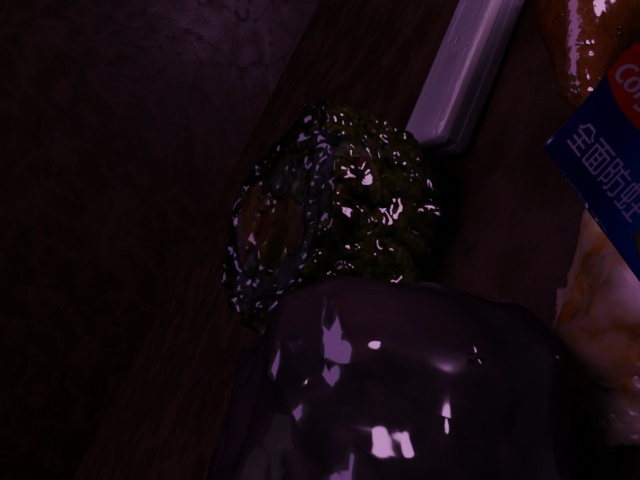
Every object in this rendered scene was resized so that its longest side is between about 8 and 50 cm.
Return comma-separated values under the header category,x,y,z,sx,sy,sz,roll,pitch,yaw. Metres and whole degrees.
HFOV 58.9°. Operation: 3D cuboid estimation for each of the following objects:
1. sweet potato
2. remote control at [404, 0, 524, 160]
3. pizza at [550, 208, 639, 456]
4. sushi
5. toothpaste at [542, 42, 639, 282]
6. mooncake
category,x,y,z,sx,sy,sz,roll,pitch,yaw
sweet potato,0.267,-0.253,0.549,0.112,0.112,0.360,-34,32,54
remote control,0.201,-0.242,0.781,0.278,0.055,0.103,-66,20,-11
pizza,0.296,-0.091,0.311,0.435,0.080,0.392,-33,36,54
sushi,0.000,0.000,0.766,0.352,0.178,0.294,-25,55,60
toothpaste,0.199,0.037,0.222,0.076,0.066,0.321,-57,31,37
mooncake,0.013,0.227,0.394,0.381,0.212,0.351,-89,16,-46
